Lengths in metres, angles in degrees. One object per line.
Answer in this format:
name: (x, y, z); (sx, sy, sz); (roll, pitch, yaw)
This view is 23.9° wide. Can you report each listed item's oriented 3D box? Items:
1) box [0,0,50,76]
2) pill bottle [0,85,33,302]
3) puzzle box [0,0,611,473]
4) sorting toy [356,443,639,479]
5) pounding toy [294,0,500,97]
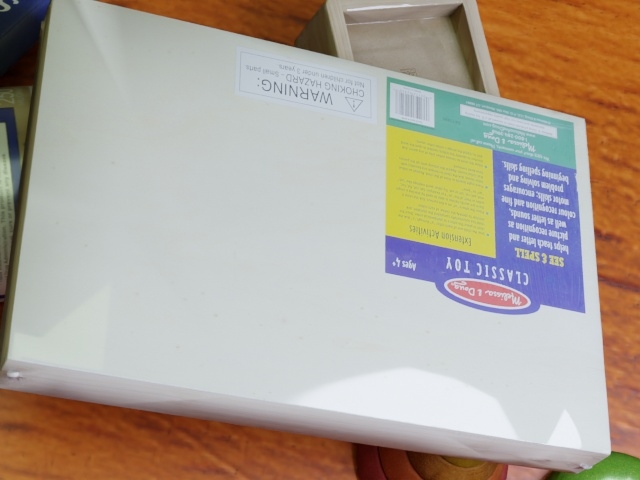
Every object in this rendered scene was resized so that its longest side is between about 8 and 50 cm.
box: (-0.268, -0.166, 1.089); (0.136, 0.036, 0.225); (14, 37, 12)
pill bottle: (-0.311, -0.024, 1.046); (0.264, 0.153, 0.153); (-5, 73, -14)
puzzle box: (0.000, 0.000, 1.019); (0.409, 0.052, 0.272); (12, 60, -17)
sorting toy: (0.209, 0.196, 1.099); (0.365, 0.126, 0.127); (24, 68, -2)
pounding toy: (0.030, -0.087, 1.167); (0.206, 0.094, 0.181); (-8, 77, -21)
